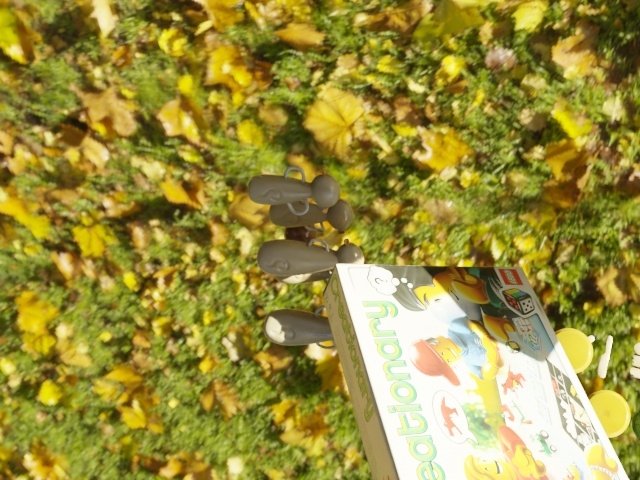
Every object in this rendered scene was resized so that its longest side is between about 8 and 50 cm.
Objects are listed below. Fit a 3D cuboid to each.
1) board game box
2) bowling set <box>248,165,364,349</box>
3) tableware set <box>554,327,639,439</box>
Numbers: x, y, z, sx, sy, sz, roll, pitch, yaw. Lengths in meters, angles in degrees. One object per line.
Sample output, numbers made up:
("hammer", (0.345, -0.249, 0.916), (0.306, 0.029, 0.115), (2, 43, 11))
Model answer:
("board game box", (0.128, 0.148, 0.656), (0.192, 0.305, 0.053), (1, 136, -20))
("bowling set", (0.000, 0.000, 1.209), (0.154, 0.200, 0.287), (1, 116, 12))
("tableware set", (0.289, 0.150, 0.846), (0.154, 0.024, 0.104), (12, 79, 12))
